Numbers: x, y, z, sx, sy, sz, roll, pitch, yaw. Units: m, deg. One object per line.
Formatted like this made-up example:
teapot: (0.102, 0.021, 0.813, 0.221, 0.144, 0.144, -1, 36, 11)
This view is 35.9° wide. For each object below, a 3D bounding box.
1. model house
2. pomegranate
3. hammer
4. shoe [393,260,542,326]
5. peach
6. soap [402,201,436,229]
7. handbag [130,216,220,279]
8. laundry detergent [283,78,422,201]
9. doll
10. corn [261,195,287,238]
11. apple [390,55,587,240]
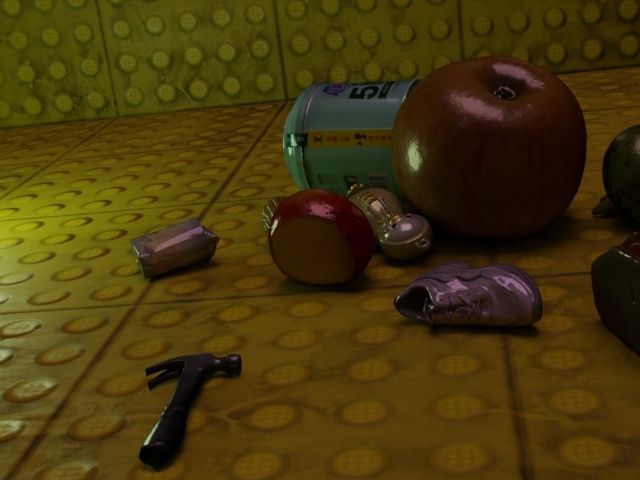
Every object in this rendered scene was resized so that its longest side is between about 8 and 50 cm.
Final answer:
model house: (0.533, 0.057, 1.429, 0.229, 0.199, 0.219, -14, 31, -8)
pomegranate: (0.644, -0.116, 1.941, 0.211, 0.211, 0.263, -17, -24, -28)
hammer: (-0.206, 0.234, 1.402, 0.137, 0.037, 0.290, -4, 18, 8)
shoe: (0.234, 0.096, 1.578, 0.137, 0.095, 0.245, -25, 21, -34)
peach: (0.000, 0.000, 1.817, 0.190, 0.190, 0.192, -12, 31, -13)
soap: (0.194, -0.045, 2.081, 0.089, 0.045, 0.140, -12, 21, -6)
handbag: (-0.294, 0.017, 2.024, 0.173, 0.095, 0.117, -20, 26, -12)
laundry detergent: (0.087, -0.226, 2.288, 0.305, 0.287, 0.287, 2, 20, 23)
doll: (0.127, -0.037, 1.966, 0.141, 0.117, 0.296, -28, 24, -21)
corn: (-0.069, -0.026, 2.049, 0.097, 0.097, 0.261, -10, 19, -7)
apple: (0.337, -0.195, 1.977, 0.400, 0.333, 0.400, 5, 22, -2)
